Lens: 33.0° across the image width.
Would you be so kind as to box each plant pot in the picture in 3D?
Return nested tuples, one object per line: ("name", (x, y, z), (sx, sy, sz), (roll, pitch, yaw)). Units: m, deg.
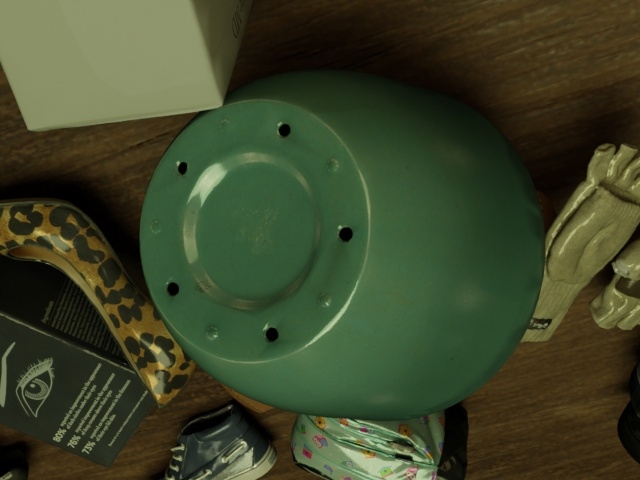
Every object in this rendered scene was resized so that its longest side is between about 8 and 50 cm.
("plant pot", (0.000, 0.000, 0.834), (0.293, 0.293, 0.235), (-26, 165, 22))

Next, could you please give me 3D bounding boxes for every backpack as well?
("backpack", (0.062, 0.201, 1.137), (0.182, 0.152, 0.115), (17, 114, 0))

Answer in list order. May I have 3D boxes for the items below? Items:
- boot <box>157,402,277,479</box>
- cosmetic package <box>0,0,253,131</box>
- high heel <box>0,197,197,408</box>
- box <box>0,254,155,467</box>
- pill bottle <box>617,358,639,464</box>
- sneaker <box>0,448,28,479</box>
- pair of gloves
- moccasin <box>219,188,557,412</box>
("boot", (-0.149, 0.251, 1.234), (0.190, 0.069, 0.086), (-29, 113, 14))
("cosmetic package", (-0.166, -0.291, 0.729), (0.156, 0.217, 0.385), (-8, 127, 11))
("high heel", (-0.239, 0.058, 1.017), (0.261, 0.186, 0.093), (4, 172, -4))
("box", (-0.268, 0.117, 1.108), (0.207, 0.108, 0.153), (28, 125, -15))
("pill bottle", (0.378, 0.129, 1.054), (0.122, 0.123, 0.219), (13, 128, -5))
("sneaker", (-0.466, 0.233, 1.230), (0.286, 0.109, 0.130), (28, 115, -24))
("pair of gloves", (0.273, 0.002, 0.960), (0.240, 0.042, 0.204), (-2, 131, -38))
("moccasin", (0.042, 0.042, 1.021), (0.380, 0.139, 0.147), (-20, 132, 30))
